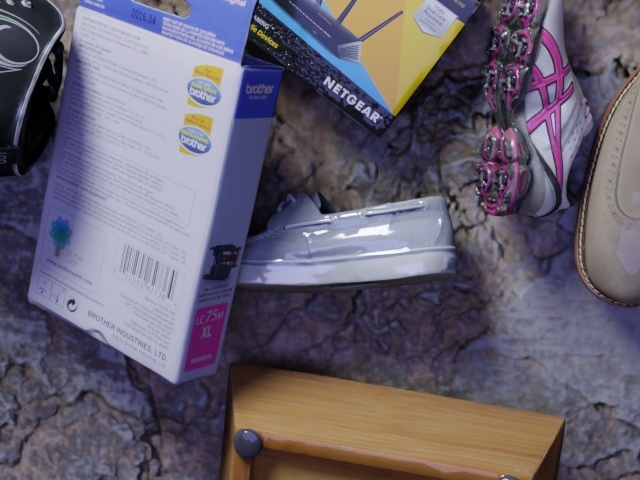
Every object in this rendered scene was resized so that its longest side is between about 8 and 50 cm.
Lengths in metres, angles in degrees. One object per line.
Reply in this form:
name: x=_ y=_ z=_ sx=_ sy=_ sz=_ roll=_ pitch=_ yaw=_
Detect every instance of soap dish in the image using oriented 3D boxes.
soap dish: x=0.047 y=0.240 z=0.967 sx=0.291 sy=0.118 sz=0.229 roll=9 pitch=106 yaw=8

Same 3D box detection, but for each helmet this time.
helmet: x=-0.293 y=-0.134 z=0.897 sx=0.162 sy=0.169 sz=0.169 roll=18 pitch=107 yaw=-4

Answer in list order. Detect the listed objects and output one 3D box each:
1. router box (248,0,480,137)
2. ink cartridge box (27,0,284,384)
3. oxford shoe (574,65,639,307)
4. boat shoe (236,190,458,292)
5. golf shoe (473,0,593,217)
router box: x=0.016 y=-0.188 z=0.895 sx=0.179 sy=0.046 sz=0.133 roll=36 pitch=107 yaw=-1
ink cartridge box: x=-0.134 y=-0.063 z=0.909 sx=0.186 sy=0.065 sz=0.311 roll=24 pitch=112 yaw=32
oxford shoe: x=0.287 y=-0.097 z=0.831 sx=0.123 sy=0.130 sz=0.348 roll=23 pitch=107 yaw=3
boat shoe: x=0.000 y=0.000 z=0.941 sx=0.228 sy=0.079 sz=0.081 roll=-4 pitch=80 yaw=15
golf shoe: x=0.172 y=-0.111 z=0.889 sx=0.086 sy=0.067 sz=0.186 roll=-1 pitch=104 yaw=-20
